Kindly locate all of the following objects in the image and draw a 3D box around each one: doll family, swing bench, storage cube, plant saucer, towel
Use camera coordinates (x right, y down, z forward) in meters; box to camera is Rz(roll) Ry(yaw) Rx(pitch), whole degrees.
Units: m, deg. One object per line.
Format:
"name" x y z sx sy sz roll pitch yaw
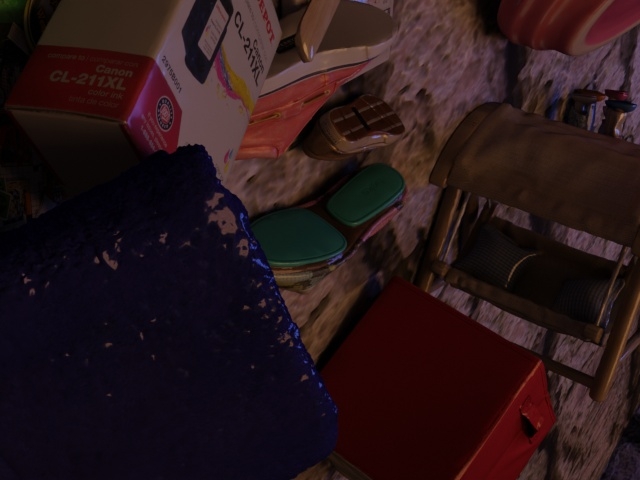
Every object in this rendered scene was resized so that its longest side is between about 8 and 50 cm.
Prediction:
"doll family" 0.374 -0.130 1.322 0.263 0.118 0.163 -40 137 -69
"swing bench" 0.259 -0.001 1.048 0.165 0.253 0.255 -25 129 -50
"storage cube" 0.113 0.190 0.987 0.193 0.215 0.184 -51 148 -15
"plant saucer" 0.344 -0.308 0.982 0.332 0.084 0.332 -33 169 -7
"towel" -0.156 0.097 0.472 0.308 0.076 0.228 -27 129 -7

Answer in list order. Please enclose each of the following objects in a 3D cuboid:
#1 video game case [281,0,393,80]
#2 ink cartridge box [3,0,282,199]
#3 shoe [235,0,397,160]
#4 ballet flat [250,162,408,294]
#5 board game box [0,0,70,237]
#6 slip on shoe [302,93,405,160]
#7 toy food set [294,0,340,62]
"video game case" 0.017 -0.203 0.755 0.143 0.019 0.157 -35 138 -43
"ink cartridge box" -0.091 -0.103 0.534 0.127 0.072 0.175 69 33 -57
"shoe" -0.017 -0.121 0.694 0.178 0.063 0.081 -30 152 -37
"ballet flat" 0.000 0.000 0.820 0.221 0.077 0.079 -34 156 -45
"board game box" -0.175 -0.106 0.497 0.136 0.030 0.260 -43 142 -33
"slip on shoe" 0.031 -0.097 0.829 0.041 0.051 0.135 -37 176 32
"toy food set" -0.004 -0.241 0.586 0.218 0.071 0.128 63 37 -33
